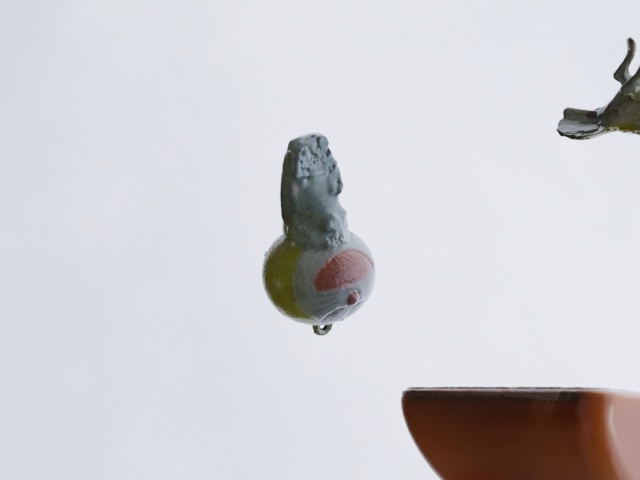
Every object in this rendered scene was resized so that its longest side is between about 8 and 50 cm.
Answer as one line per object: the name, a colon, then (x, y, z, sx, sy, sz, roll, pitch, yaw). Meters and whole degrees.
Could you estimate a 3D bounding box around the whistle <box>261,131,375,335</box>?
whistle: (0.000, 0.000, 1.510, 0.123, 0.123, 0.223, 22, -56, 43)

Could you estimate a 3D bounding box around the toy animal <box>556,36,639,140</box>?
toy animal: (0.265, -0.110, 1.113, 0.155, 0.095, 0.219, -49, -156, 22)

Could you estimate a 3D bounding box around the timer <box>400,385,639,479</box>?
timer: (0.242, 0.204, 1.479, 0.257, 0.250, 0.161, -5, -118, 46)
